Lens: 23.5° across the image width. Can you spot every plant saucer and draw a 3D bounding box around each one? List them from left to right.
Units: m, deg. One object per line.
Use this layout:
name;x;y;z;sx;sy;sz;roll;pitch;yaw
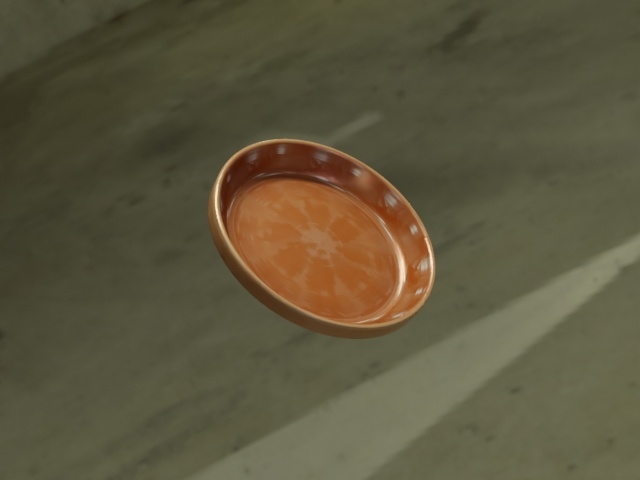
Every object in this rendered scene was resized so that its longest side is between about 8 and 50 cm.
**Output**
plant saucer;0.000;0.000;0.528;0.083;0.083;0.013;-44;-8;-48
